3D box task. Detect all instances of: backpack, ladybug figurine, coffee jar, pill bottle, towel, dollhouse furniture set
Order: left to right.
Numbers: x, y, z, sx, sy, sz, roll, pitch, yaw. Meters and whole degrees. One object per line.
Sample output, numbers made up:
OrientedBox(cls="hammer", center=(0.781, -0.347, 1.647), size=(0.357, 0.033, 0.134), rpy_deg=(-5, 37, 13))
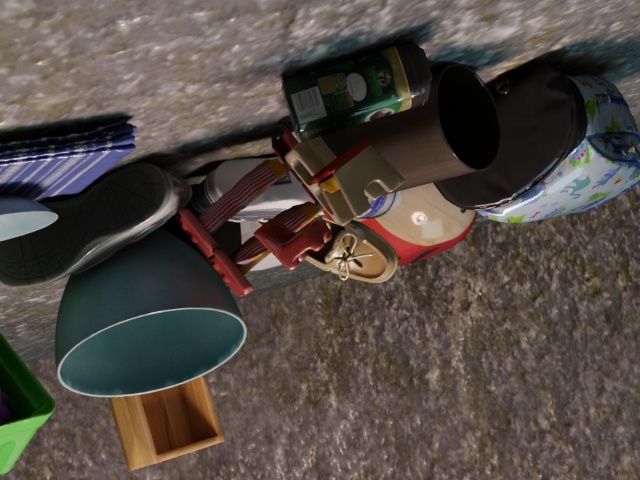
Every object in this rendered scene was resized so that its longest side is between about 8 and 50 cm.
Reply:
OrientedBox(cls="towel", center=(-0.411, -0.079, 1.393), size=(0.336, 0.040, 0.243), rpy_deg=(-11, 172, -32))
OrientedBox(cls="dollhouse furniture set", center=(-0.058, -0.052, 1.536), size=(0.201, 0.152, 0.374), rpy_deg=(-40, -177, -13))
OrientedBox(cls="coffee jar", center=(0.048, -0.187, 1.439), size=(0.184, 0.079, 0.096), rpy_deg=(-16, 175, 0))
OrientedBox(cls="pill bottle", center=(0.075, -0.093, 2.053), size=(0.112, 0.112, 0.187), rpy_deg=(-21, 172, 26))
OrientedBox(cls="ladybug figurine", center=(0.205, -0.047, 2.487), size=(0.305, 0.161, 0.449), rpy_deg=(-16, 172, -10))
OrientedBox(cls="backpack", center=(0.389, -0.157, 1.923), size=(0.290, 0.273, 0.355), rpy_deg=(-38, 176, 31))

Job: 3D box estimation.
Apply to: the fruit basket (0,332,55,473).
OrientedBox(cls="fruit basket", center=(-0.624, 0.176, 1.853), size=(0.283, 0.392, 0.392), rpy_deg=(-10, 170, -43))

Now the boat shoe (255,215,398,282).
OrientedBox(cls="boat shoe", center=(0.000, 0.000, 2.035), size=(0.285, 0.104, 0.089), rpy_deg=(24, -165, 5))

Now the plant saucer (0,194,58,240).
OrientedBox(cls="plant saucer", center=(-0.434, -0.026, 1.462), size=(0.195, 0.037, 0.195), rpy_deg=(-14, 173, -2))

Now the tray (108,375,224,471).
OrientedBox(cls="tray", center=(-0.323, 0.200, 2.126), size=(0.076, 0.410, 0.203), rpy_deg=(-23, 171, 31))

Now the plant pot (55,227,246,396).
OrientedBox(cls="plant pot", center=(-0.280, 0.092, 1.783), size=(0.290, 0.195, 0.290), rpy_deg=(-15, 154, -8))

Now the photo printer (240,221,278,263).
OrientedBox(cls="photo printer", center=(-0.077, -0.020, 2.253), size=(0.256, 0.107, 0.307), rpy_deg=(-19, 172, 13))

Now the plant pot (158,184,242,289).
OrientedBox(cls="plant pot", center=(-0.234, 0.019, 1.962), size=(0.187, 0.167, 0.188), rpy_deg=(-20, 171, 15))

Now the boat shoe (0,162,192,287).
OrientedBox(cls="boat shoe", center=(-0.338, -0.017, 1.680), size=(0.320, 0.118, 0.103), rpy_deg=(-27, 165, 18))

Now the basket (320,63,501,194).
OrientedBox(cls="basket", center=(0.118, -0.144, 1.666), size=(0.227, 0.154, 0.204), rpy_deg=(-18, -172, 32))

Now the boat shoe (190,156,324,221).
OrientedBox(cls="boat shoe", center=(-0.072, -0.077, 1.867), size=(0.301, 0.108, 0.102), rpy_deg=(-8, 168, -40))
